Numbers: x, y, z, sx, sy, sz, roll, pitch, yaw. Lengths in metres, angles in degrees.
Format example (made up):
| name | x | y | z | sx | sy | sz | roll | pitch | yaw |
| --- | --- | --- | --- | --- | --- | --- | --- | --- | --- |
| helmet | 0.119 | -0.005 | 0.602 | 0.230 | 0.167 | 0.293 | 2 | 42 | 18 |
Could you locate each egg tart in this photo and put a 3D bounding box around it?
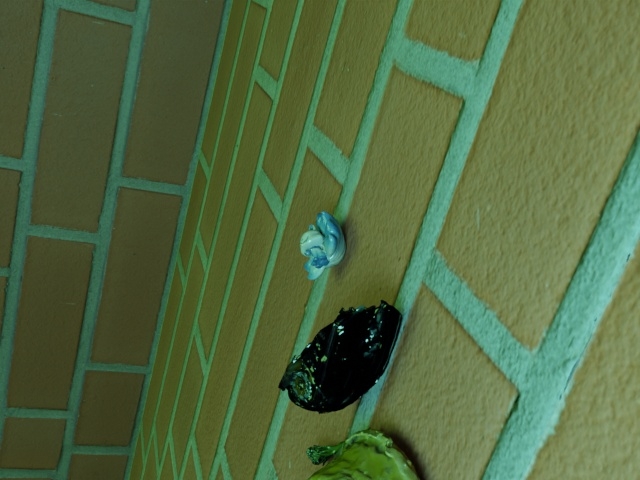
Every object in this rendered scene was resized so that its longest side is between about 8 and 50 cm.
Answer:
| name | x | y | z | sx | sy | sz | roll | pitch | yaw |
| --- | --- | --- | --- | --- | --- | --- | --- | --- | --- |
| egg tart | 0.030 | 0.390 | 0.834 | 0.315 | 0.120 | 0.315 | -172 | 90 | -70 |

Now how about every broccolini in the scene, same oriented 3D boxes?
| name | x | y | z | sx | sy | sz | roll | pitch | yaw |
| --- | --- | --- | --- | --- | --- | --- | --- | --- | --- |
| broccolini | 0.019 | 0.306 | 1.009 | 0.030 | 0.035 | 0.140 | -45 | -1 | -38 |

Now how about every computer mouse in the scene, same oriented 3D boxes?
| name | x | y | z | sx | sy | sz | roll | pitch | yaw |
| --- | --- | --- | --- | --- | --- | --- | --- | --- | --- |
| computer mouse | 0.034 | 0.168 | 0.913 | 0.077 | 0.146 | 0.242 | 50 | 134 | 26 |

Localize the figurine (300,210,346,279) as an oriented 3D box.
| name | x | y | z | sx | sy | sz | roll | pitch | yaw |
| --- | --- | --- | --- | --- | --- | --- | --- | --- | --- |
| figurine | 0.000 | 0.000 | 1.112 | 0.114 | 0.079 | 0.114 | -178 | 90 | -73 |
